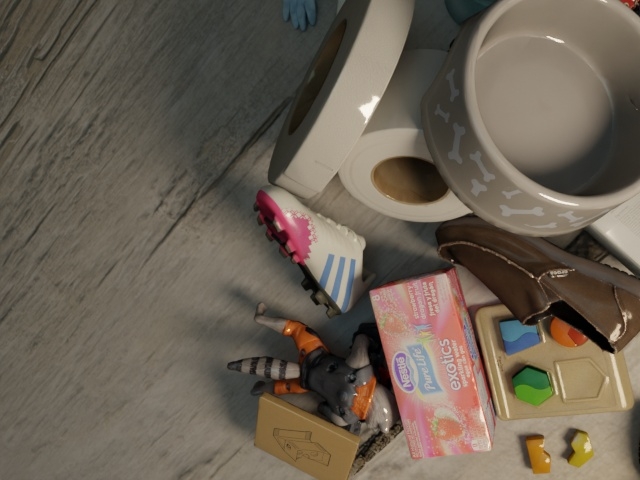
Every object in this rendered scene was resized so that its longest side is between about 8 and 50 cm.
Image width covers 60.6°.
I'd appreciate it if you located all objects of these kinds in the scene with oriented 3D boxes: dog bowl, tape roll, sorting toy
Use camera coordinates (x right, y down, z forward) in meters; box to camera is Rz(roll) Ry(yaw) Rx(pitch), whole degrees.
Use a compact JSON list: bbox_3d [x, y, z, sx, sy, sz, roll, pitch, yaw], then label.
[{"bbox_3d":[0.316,-0.183,0.741,0.348,0.102,0.349,1,82,-9],"label":"dog bowl"},{"bbox_3d":[0.022,-0.255,0.918,0.071,0.392,0.392,25,102,-15],"label":"tape roll"},{"bbox_3d":[0.163,-0.164,0.906,0.245,0.246,0.169,5,60,20],"label":"tape roll"},{"bbox_3d":[0.416,0.251,0.959,0.228,0.041,0.308,-13,87,20],"label":"sorting toy"}]

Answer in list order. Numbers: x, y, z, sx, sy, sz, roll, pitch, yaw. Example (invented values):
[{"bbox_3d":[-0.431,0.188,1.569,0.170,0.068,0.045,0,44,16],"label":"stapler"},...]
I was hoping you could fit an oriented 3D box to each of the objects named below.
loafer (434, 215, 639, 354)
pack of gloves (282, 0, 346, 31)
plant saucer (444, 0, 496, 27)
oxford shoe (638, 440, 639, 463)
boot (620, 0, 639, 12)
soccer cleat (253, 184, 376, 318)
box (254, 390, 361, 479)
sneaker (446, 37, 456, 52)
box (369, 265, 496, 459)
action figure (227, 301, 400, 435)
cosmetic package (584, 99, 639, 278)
[{"bbox_3d":[0.346,0.070,0.899,0.365,0.134,0.130,23,75,26],"label":"loafer"},{"bbox_3d":[0.008,-0.540,1.084,0.194,0.046,0.232,0,91,19],"label":"pack of gloves"},{"bbox_3d":[0.315,-0.468,0.977,0.194,0.037,0.195,1,92,19],"label":"plant saucer"},{"bbox_3d":[0.585,0.385,0.891,0.096,0.083,0.228,-9,89,1],"label":"oxford shoe"},{"bbox_3d":[0.492,-0.366,0.869,0.176,0.088,0.245,5,76,17],"label":"boot"},{"bbox_3d":[0.000,0.000,0.982,0.143,0.331,0.116,-40,43,-11],"label":"soccer cleat"},{"bbox_3d":[-0.031,0.384,1.041,0.201,0.021,0.165,21,127,14],"label":"box"},{"bbox_3d":[0.289,-0.297,0.959,0.275,0.097,0.135,-4,93,22],"label":"sneaker"},{"bbox_3d":[0.204,0.210,0.976,0.142,0.154,0.300,-15,87,20],"label":"box"},{"bbox_3d":[-0.004,0.302,1.049,0.330,0.178,0.342,12,95,28],"label":"action figure"},{"bbox_3d":[0.547,-0.163,0.850,0.377,0.097,0.284,-45,81,10],"label":"cosmetic package"}]
